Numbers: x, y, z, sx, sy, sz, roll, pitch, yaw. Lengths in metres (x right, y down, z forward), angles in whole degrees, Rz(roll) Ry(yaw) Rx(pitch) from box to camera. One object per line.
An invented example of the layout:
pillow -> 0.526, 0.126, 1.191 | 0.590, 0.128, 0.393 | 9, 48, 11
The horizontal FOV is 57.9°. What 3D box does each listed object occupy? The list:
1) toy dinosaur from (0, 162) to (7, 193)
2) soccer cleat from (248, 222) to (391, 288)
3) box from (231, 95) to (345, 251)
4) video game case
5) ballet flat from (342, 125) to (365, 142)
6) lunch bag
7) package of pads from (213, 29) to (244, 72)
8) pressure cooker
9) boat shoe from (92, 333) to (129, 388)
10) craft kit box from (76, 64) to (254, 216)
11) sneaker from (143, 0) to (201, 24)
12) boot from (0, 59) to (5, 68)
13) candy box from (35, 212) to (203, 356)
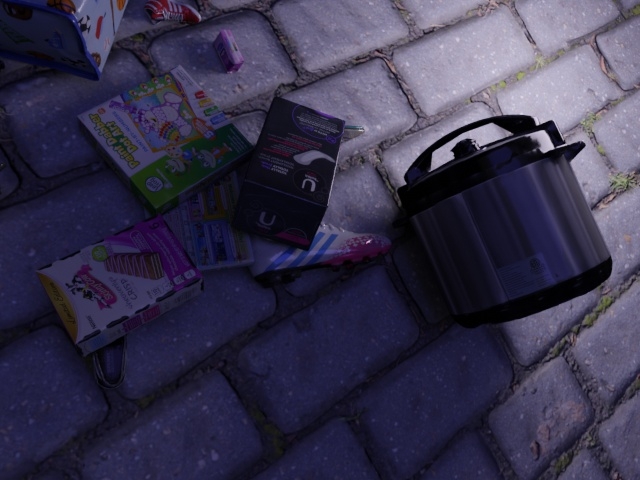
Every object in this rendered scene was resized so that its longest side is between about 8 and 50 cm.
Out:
toy dinosaur -> -0.632, -0.092, 0.917 | 0.322, 0.218, 0.164 | -14, 99, 15
soccer cleat -> 0.000, 0.000, 1.230 | 0.332, 0.116, 0.143 | -11, 81, -25
box -> -0.060, -0.138, 1.168 | 0.165, 0.143, 0.270 | 18, 47, -7
video game case -> -0.246, -0.036, 1.149 | 0.194, 0.023, 0.212 | -8, 67, -16
ballet flat -> 0.023, -0.246, 1.352 | 0.168, 0.057, 0.052 | 1, 104, -20
lunch bag -> -0.572, -0.524, 1.068 | 0.386, 0.239, 0.327 | 14, 71, -3
package of pads -> -0.206, -0.421, 1.291 | 0.032, 0.050, 0.083 | -23, 86, -32
pressure cooker -> 0.393, -0.059, 1.274 | 0.370, 0.375, 0.420 | -22, 86, -24
boat shoe -> -0.383, 0.157, 1.048 | 0.078, 0.070, 0.219 | -7, 79, -24
craft kit box -> -0.307, -0.205, 1.163 | 0.247, 0.061, 0.250 | -39, 81, -24
sneaker -> -0.326, -0.493, 1.263 | 0.119, 0.042, 0.067 | 23, 64, -8
boot -> -0.714, -0.262, 1.006 | 0.229, 0.091, 0.262 | 25, 65, -15
candy box -> -0.346, 0.072, 1.014 | 0.234, 0.071, 0.159 | -30, 69, -23
